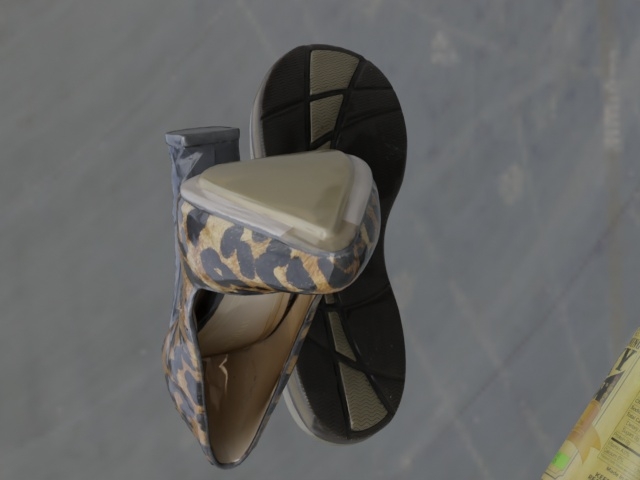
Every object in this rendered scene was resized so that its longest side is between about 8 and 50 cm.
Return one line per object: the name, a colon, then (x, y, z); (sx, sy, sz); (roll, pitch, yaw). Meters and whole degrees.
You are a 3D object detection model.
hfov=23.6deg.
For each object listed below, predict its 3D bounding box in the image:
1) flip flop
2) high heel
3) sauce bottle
flip flop: (0.000, 0.000, 1.014); (0.080, 0.112, 0.277); (148, 121, -60)
high heel: (-0.022, 0.050, 0.730); (0.261, 0.093, 0.186); (-148, 52, -70)
sauce bottle: (0.293, 0.104, 1.206); (0.344, 0.111, 0.111); (-55, 20, -4)
